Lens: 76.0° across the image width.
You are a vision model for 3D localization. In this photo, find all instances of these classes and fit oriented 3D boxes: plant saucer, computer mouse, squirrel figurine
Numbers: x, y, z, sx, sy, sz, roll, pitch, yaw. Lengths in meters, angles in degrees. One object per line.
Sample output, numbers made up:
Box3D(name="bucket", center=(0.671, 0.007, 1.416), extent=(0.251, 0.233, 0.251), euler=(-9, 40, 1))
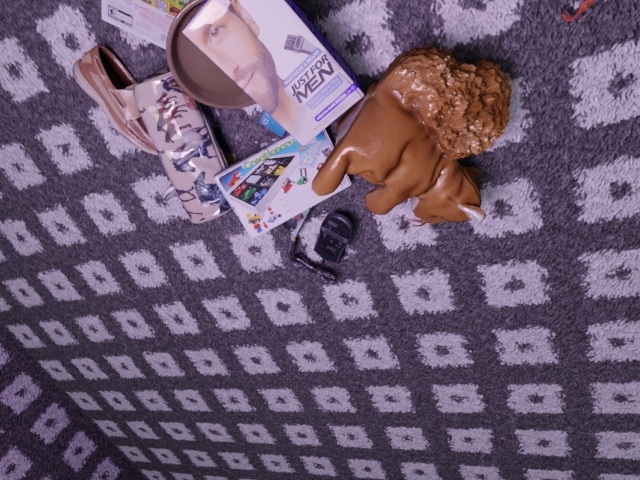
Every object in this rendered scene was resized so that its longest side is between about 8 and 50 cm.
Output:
Box3D(name="plant saucer", center=(-0.207, -0.428, 0.938), extent=(0.278, 0.041, 0.278), euler=(-13, 145, -9))
Box3D(name="computer mouse", center=(0.000, 0.000, 1.238), extent=(0.184, 0.060, 0.262), euler=(24, 129, 12))
Box3D(name="squirrel figurine", center=(0.244, -0.198, 0.898), extent=(0.370, 0.281, 0.397), euler=(32, 129, -13))

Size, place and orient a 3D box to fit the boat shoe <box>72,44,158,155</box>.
Box3D(name="boat shoe", center=(-0.513, -0.372, 1.106), extent=(0.116, 0.123, 0.324), euler=(-32, 111, 30))

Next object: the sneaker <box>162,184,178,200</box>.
Box3D(name="sneaker", center=(-0.439, -0.154, 1.271), extent=(0.135, 0.052, 0.058), euler=(-32, 113, 32))

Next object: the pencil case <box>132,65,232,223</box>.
Box3D(name="pencil case", center=(-0.340, -0.257, 1.090), extent=(0.183, 0.160, 0.410), euler=(-13, 116, 8))

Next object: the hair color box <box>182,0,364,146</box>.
Box3D(name="hair color box", center=(-0.086, -0.380, 0.853), extent=(0.185, 0.110, 0.339), euler=(-35, 124, 25))

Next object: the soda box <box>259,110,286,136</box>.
Box3D(name="soda box", center=(-0.067, -0.364, 1.000), extent=(0.071, 0.067, 0.210), euler=(33, 126, -7))

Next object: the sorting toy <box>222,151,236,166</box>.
Box3D(name="sorting toy", center=(-0.285, -0.228, 1.194), extent=(0.083, 0.012, 0.062), euler=(9, 125, 11))

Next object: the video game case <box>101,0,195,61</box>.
Box3D(name="video game case", center=(-0.358, -0.532, 0.883), extent=(0.227, 0.026, 0.206), euler=(24, 132, -5))

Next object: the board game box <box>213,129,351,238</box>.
Box3D(name="board game box", center=(-0.095, -0.159, 1.073), extent=(0.305, 0.053, 0.193), euler=(-28, 113, 0))

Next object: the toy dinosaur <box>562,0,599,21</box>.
Box3D(name="toy dinosaur", center=(0.498, -0.452, 0.767), extent=(0.047, 0.090, 0.082), euler=(43, 94, 6))

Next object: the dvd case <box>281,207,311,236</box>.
Box3D(name="dvd case", center=(-0.078, -0.080, 1.208), extent=(0.087, 0.013, 0.119), euler=(43, 126, 17))
